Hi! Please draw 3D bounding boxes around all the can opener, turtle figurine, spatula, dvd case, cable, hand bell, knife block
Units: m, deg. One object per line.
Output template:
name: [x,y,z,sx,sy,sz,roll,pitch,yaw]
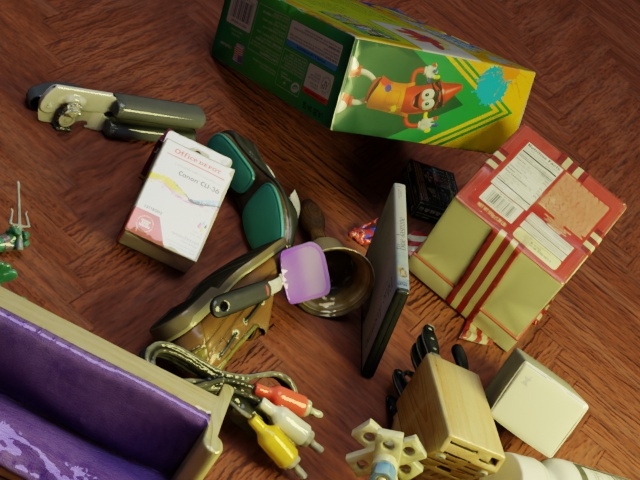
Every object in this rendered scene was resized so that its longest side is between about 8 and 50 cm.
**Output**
can opener: [-0.315,-0.207,2.149,0.280,0.074,0.093,8,42,-31]
turtle figurine: [-0.449,-0.017,1.797,0.234,0.118,0.175,64,5,33]
spatula: [-0.069,0.063,1.893,0.296,0.030,0.084,-20,101,-62]
dvd case: [0.095,0.057,2.068,0.022,0.180,0.253,13,39,-9]
cable: [-0.106,0.190,1.787,0.287,0.072,0.139,41,45,-30]
hand bell: [0.000,0.000,2.148,0.126,0.126,0.242,18,27,-21]
knife block: [0.176,0.214,1.907,0.088,0.276,0.242,23,67,-14]

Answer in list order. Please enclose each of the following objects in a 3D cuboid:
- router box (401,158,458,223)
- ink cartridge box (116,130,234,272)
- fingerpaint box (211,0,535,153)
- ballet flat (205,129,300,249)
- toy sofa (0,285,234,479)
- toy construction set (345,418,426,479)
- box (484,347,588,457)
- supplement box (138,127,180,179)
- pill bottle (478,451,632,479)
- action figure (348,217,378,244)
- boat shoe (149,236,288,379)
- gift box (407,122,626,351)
router box: [0.198,-0.082,2.429,0.092,0.038,0.122,18,38,-22]
ink cartridge box: [-0.203,-0.068,2.006,0.115,0.067,0.198,25,66,-11]
fingerpaint box: [0.079,-0.300,2.356,0.371,0.163,0.445,5,19,-34]
ballet flat: [-0.086,-0.070,2.156,0.096,0.095,0.280,13,39,-45]
toy sofa: [-0.299,0.197,1.627,0.363,0.150,0.177,28,35,-8]
toy construction set: [0.071,0.391,1.704,0.215,0.151,0.327,28,47,-7]
box: [0.307,0.230,1.993,0.113,0.094,0.275,35,3,6]
supplement box: [-0.233,-0.120,2.103,0.055,0.083,0.043,33,35,1]
pill bottle: [0.361,0.394,1.898,0.283,0.161,0.161,19,38,-19]
action figure: [0.090,-0.013,2.277,0.115,0.030,0.038,-7,57,-40]
boat shoe: [-0.124,0.098,1.930,0.104,0.111,0.307,58,40,-8]
gift box: [0.290,0.007,2.223,0.255,0.258,0.276,44,56,11]
